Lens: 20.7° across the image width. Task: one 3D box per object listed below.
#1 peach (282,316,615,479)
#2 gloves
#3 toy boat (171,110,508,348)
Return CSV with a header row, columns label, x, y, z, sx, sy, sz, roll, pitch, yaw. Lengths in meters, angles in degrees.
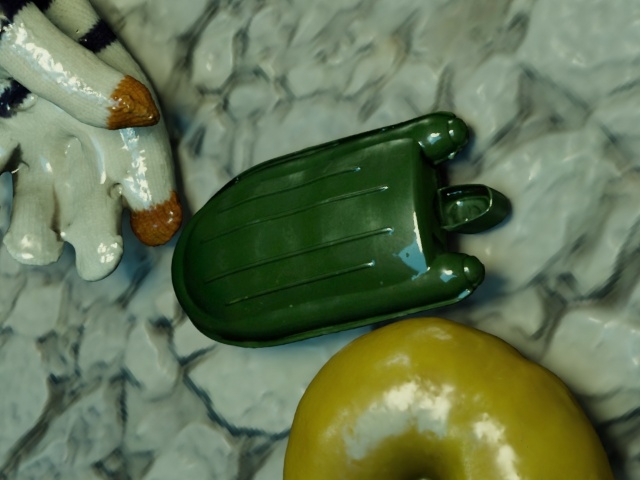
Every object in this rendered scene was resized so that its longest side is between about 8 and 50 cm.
label,x,y,z,sx,sy,sz,roll,pitch,yaw
peach,0.062,0.129,0.886,0.179,0.103,0.179,8,105,32
gloves,-0.165,-0.081,0.991,0.219,0.131,0.140,38,115,-13
toy boat,0.000,0.000,0.932,0.210,0.052,0.104,-16,74,33
